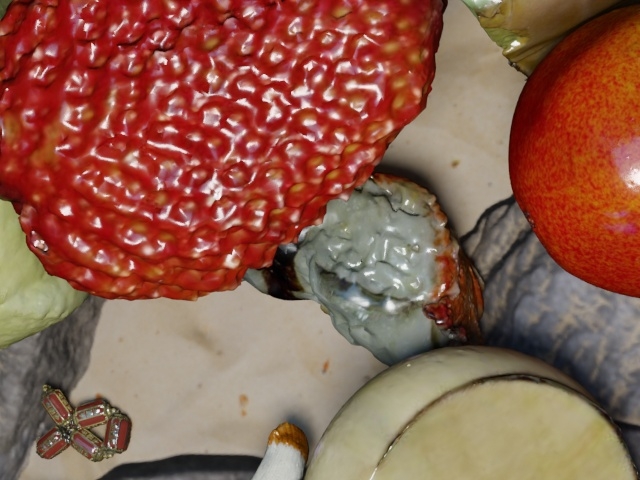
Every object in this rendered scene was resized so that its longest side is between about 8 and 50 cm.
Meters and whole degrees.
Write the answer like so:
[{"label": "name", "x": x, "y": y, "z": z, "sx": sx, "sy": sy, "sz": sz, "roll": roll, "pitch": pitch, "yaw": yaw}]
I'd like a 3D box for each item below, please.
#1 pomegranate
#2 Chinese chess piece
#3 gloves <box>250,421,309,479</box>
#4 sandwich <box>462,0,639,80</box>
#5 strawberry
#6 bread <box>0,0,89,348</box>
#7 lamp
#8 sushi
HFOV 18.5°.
[{"label": "pomegranate", "x": 0.260, "y": -0.077, "z": 1.424, "sx": 0.256, "sy": 0.221, "sz": 0.221, "roll": -43, "pitch": 72, "yaw": 6}, {"label": "Chinese chess piece", "x": 0.110, "y": 0.204, "z": 1.433, "sx": 0.104, "sy": 0.257, "sz": 0.257, "roll": 18, "pitch": 90, "yaw": 64}, {"label": "gloves", "x": 0.001, "y": 0.240, "z": 1.543, "sx": 0.140, "sy": 0.131, "sz": 0.219, "roll": 28, "pitch": 66, "yaw": 29}, {"label": "sandwich", "x": 0.189, "y": -0.222, "z": 1.464, "sx": 0.186, "sy": 0.220, "sz": 0.108, "roll": -35, "pitch": 72, "yaw": 14}, {"label": "strawberry", "x": -0.068, "y": -0.131, "z": 1.402, "sx": 0.351, "sy": 0.267, "sz": 0.312, "roll": -23, "pitch": 41, "yaw": 29}, {"label": "bread", "x": -0.315, "y": -0.055, "z": 1.587, "sx": 0.237, "sy": 0.320, "sz": 0.321, "roll": -12, "pitch": 79, "yaw": 1}, {"label": "lamp", "x": -0.199, "y": 0.157, "z": 1.665, "sx": 0.083, "sy": 0.031, "sz": 0.063, "roll": 4, "pitch": 87, "yaw": 17}, {"label": "sushi", "x": 0.000, "y": 0.000, "z": 1.559, "sx": 0.332, "sy": 0.124, "sz": 0.130, "roll": 24, "pitch": 77, "yaw": 23}]
